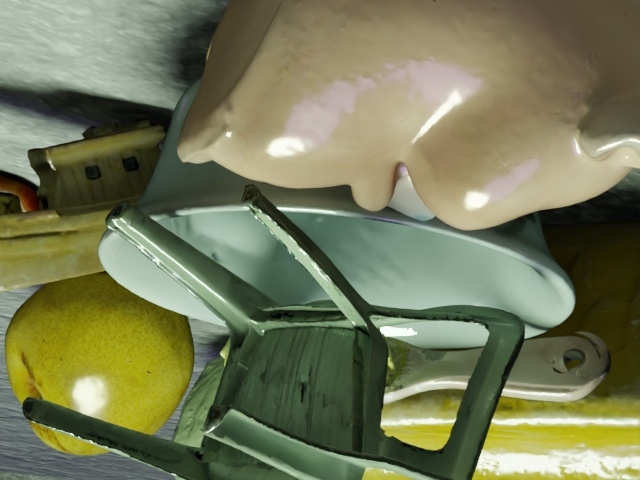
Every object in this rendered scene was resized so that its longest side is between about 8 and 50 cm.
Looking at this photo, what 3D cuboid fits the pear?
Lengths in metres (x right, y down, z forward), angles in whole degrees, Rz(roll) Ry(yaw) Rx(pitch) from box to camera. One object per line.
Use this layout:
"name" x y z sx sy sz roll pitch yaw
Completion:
"pear" -0.235 0.127 1.772 0.209 0.209 0.209 6 163 2

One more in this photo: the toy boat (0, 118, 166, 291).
"toy boat" -0.180 -0.033 1.310 0.321 0.121 0.089 -11 -174 -24

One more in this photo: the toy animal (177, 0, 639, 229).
"toy animal" 0.066 -0.093 0.940 0.256 0.195 0.213 18 140 -8

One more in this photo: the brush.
"brush" 0.062 0.090 1.228 0.313 0.072 0.067 -2 147 22

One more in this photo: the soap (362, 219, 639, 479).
"soap" 0.169 0.110 1.398 0.335 0.293 0.156 -3 124 25

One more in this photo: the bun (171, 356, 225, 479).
"bun" -0.052 0.204 1.992 0.283 0.179 0.283 -9 -172 1

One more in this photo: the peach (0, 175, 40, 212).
"peach" -0.337 -0.006 1.550 0.127 0.092 0.172 12 160 -28

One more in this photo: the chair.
"chair" -0.010 0.078 1.052 0.203 0.190 0.275 -3 154 43

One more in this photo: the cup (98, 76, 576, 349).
"cup" 0.020 -0.039 1.200 0.347 0.163 0.347 6 163 2
